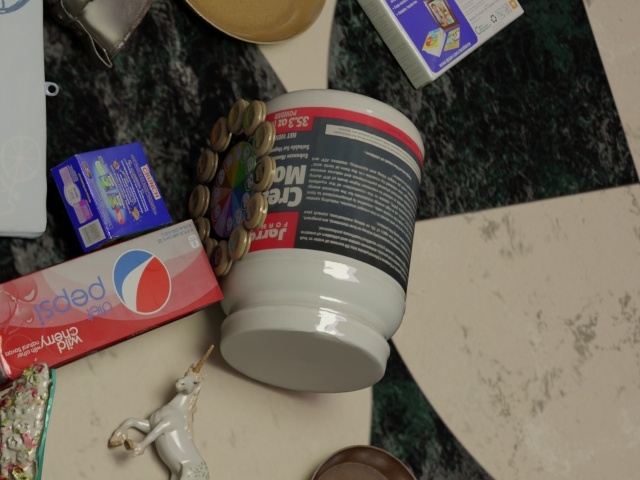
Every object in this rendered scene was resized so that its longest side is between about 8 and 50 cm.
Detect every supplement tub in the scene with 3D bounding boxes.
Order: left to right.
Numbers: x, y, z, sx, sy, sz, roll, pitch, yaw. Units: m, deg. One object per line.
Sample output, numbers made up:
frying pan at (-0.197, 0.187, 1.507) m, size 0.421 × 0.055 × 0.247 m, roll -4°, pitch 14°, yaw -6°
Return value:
supplement tub at (0.000, 0.000, 1.817) m, size 0.191 × 0.191 × 0.272 m, roll 24°, pitch 60°, yaw -29°

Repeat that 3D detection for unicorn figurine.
unicorn figurine at (-0.145, 0.195, 1.730) m, size 0.111 × 0.060 × 0.162 m, roll -23°, pitch 105°, yaw -41°

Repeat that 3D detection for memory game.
memory game at (-0.091, -0.054, 1.771) m, size 0.012 × 0.186 × 0.186 m, roll 13°, pitch 66°, yaw -27°

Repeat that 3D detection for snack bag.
snack bag at (-0.378, -0.160, 1.625) m, size 0.323 × 0.037 × 0.342 m, roll -4°, pitch 93°, yaw -47°

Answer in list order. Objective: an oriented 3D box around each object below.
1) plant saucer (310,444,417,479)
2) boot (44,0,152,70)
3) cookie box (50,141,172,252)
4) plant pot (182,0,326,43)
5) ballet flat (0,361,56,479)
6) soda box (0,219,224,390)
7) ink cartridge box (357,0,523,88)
plant saucer at (0.044, 0.299, 1.850) m, size 0.168 × 0.029 × 0.168 m, roll 15°, pitch 65°, yaw -34°
boot at (-0.249, -0.331, 1.820) m, size 0.229 × 0.091 × 0.263 m, roll 33°, pitch 67°, yaw -25°
cookie box at (-0.206, -0.044, 1.754) m, size 0.107 × 0.040 × 0.091 m, roll -17°, pitch 84°, yaw -58°
plant pot at (-0.093, -0.324, 1.968) m, size 0.236 × 0.032 × 0.236 m, roll 14°, pitch 67°, yaw -34°
ballet flat at (-0.284, 0.224, 1.556) m, size 0.077 × 0.091 × 0.241 m, roll 8°, pitch 89°, yaw -17°
soda box at (-0.226, 0.063, 1.692) m, size 0.263 × 0.083 × 0.092 m, roll -21°, pitch 88°, yaw -41°
ink cartridge box at (0.127, -0.314, 2.123) m, size 0.206 × 0.045 × 0.208 m, roll -38°, pitch 100°, yaw -39°
